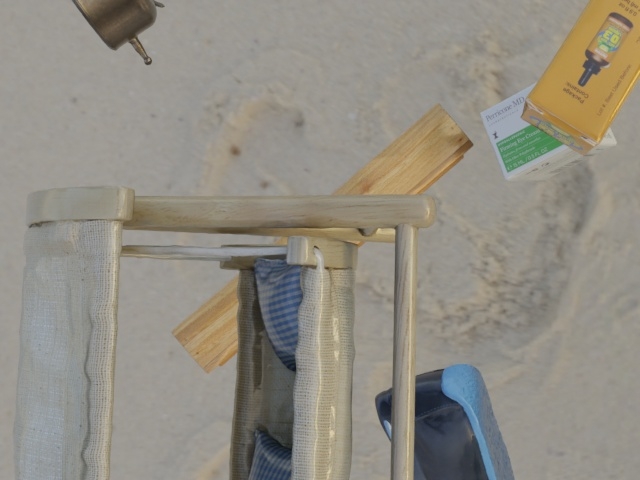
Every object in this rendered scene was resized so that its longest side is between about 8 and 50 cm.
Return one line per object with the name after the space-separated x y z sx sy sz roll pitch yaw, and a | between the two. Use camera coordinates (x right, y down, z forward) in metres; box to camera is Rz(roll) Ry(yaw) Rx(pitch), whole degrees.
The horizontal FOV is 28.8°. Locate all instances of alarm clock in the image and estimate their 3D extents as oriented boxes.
-0.201 -0.242 1.065 0.064 0.192 0.129 -36 54 4 | alarm clock

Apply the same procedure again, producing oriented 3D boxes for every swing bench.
-0.066 0.100 0.743 0.254 0.165 0.253 1 86 0 | swing bench

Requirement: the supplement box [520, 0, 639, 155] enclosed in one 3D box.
0.273 -0.195 1.130 0.078 0.080 0.233 33 86 4 | supplement box

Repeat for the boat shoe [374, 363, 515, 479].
0.106 0.199 0.981 0.089 0.109 0.258 -9 117 15 | boat shoe

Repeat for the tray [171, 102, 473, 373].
0.000 0.000 1.543 0.411 0.203 0.076 -41 91 -3 | tray

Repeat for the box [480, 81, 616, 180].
0.256 -0.125 1.397 0.101 0.102 0.087 -28 76 35 | box
